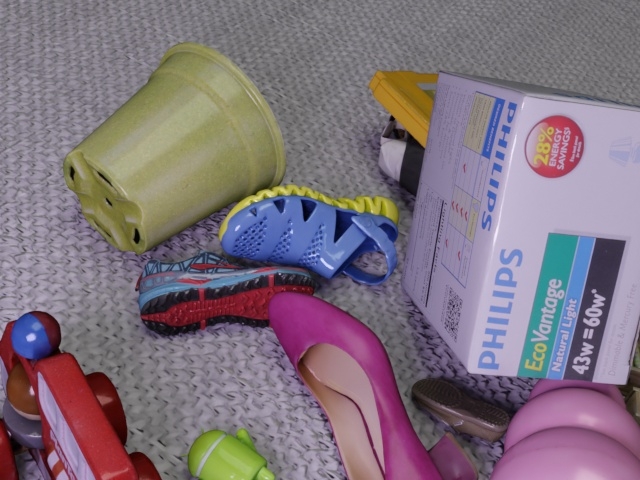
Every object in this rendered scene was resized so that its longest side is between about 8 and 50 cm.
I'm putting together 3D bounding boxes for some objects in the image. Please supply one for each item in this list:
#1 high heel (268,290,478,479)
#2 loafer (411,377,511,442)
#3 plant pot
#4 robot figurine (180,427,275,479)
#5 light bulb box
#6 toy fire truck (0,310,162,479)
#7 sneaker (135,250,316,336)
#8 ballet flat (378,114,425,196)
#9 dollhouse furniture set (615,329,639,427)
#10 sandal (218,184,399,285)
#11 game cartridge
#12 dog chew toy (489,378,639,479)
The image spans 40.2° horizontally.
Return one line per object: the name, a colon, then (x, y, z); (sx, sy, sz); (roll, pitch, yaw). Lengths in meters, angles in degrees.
high heel: (0.028, 0.216, 1.117); (0.377, 0.127, 0.181); (41, 37, 21)
loafer: (0.190, 0.240, 1.213); (0.148, 0.050, 0.056); (23, 36, 31)
plant pot: (-0.237, -0.119, 1.332); (0.276, 0.276, 0.254); (36, 57, 20)
robot figurine: (-0.111, 0.275, 1.062); (0.115, 0.067, 0.101); (30, 51, 15)
light bulb box: (0.283, -0.035, 1.217); (0.225, 0.358, 0.361); (6, 14, -11)
toy fire truck: (-0.276, 0.208, 0.942); (0.169, 0.254, 0.302); (-15, 51, -31)
sneaker: (-0.136, 0.054, 1.268); (0.261, 0.104, 0.125); (-2, 42, -22)
ballet flat: (0.156, -0.161, 1.611); (0.096, 0.095, 0.280); (6, 32, 3)
dollhouse furniture set: (0.458, 0.159, 1.298); (0.101, 0.161, 0.182); (17, 41, 1)
sandal: (0.000, 0.000, 1.346); (0.317, 0.126, 0.138); (-1, 51, -25)
game cartridge: (0.270, -0.217, 1.640); (0.285, 0.053, 0.323); (48, 32, 23)
dog chew toy: (0.319, 0.282, 1.103); (0.206, 0.207, 0.332); (21, 34, 5)
